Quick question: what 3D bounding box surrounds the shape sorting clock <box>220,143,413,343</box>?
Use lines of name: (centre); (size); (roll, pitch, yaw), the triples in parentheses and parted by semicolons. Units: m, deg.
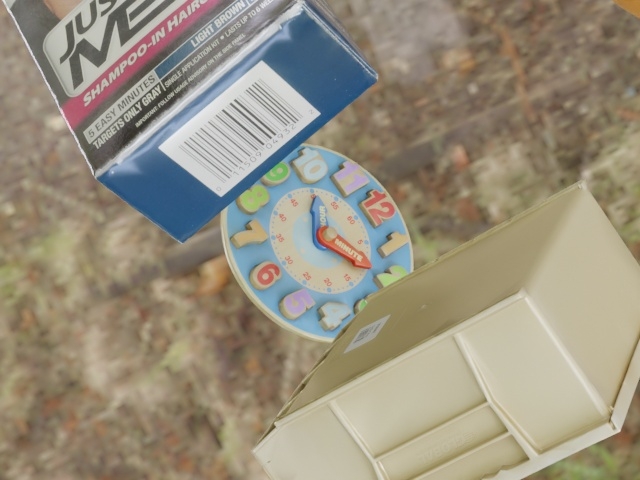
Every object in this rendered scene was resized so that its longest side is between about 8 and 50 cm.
shape sorting clock: (0.000, 0.000, 1.900); (0.040, 0.206, 0.206); (-39, 79, 48)

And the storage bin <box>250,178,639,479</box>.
storage bin: (0.110, 0.097, 1.531); (0.260, 0.262, 0.123); (-30, 99, 25)

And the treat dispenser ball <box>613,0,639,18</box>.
treat dispenser ball: (0.251, -0.251, 1.122); (0.288, 0.288, 0.288); (23, 125, 39)

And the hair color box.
hair color box: (-0.120, -0.182, 1.341); (0.174, 0.105, 0.347); (-39, 50, 9)
